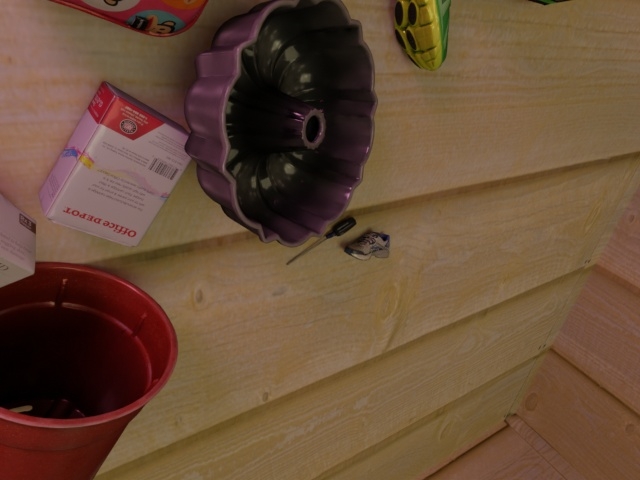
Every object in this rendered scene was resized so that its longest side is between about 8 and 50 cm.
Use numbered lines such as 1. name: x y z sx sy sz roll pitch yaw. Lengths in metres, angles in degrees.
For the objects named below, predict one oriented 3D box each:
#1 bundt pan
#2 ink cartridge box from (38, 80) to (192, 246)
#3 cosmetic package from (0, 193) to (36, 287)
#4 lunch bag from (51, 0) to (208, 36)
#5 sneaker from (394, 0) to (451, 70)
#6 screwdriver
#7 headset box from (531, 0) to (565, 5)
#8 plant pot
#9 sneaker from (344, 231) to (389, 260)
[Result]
1. bundt pan: -0.055 -0.163 0.641 0.330 0.124 0.331 -29 127 -46
2. ink cartridge box: -0.265 -0.095 0.606 0.127 0.072 0.175 27 102 -47
3. cosmetic package: -0.442 0.023 0.480 0.230 0.086 0.117 -21 149 3
4. lunch bag: -0.181 -0.334 0.380 0.258 0.120 0.293 4 152 -41
5. sneaker: 0.180 -0.407 0.705 0.123 0.109 0.296 -27 134 -15
6. screwdriver: 0.000 0.000 0.933 0.169 0.024 0.025 -29 105 -10
7. headset box: 0.415 -0.479 0.726 0.246 0.283 0.132 -10 111 -34
8. plant pot: -0.374 0.218 0.630 0.272 0.272 0.265 7 123 -42
9. sneaker: 0.103 0.007 1.002 0.135 0.052 0.058 -5 114 -45
